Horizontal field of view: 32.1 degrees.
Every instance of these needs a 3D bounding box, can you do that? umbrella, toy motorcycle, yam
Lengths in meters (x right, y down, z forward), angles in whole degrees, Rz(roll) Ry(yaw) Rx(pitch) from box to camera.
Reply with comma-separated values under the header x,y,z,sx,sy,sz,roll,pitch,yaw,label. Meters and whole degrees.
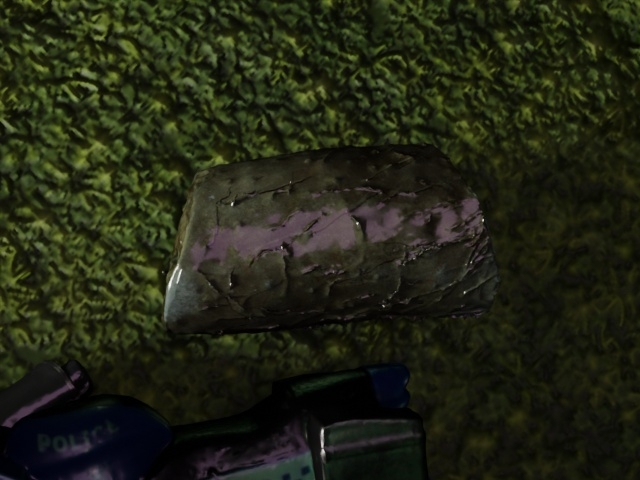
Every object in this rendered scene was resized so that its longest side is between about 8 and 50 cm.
x,y,z,sx,sy,sz,roll,pitch,yaw,label
-0.185,0.108,0.605,0.133,0.031,0.036,-33,91,-13,umbrella
-0.100,0.138,0.557,0.331,0.125,0.196,-10,97,-13,toy motorcycle
0.000,0.000,0.620,0.183,0.107,0.107,-6,84,-10,yam
